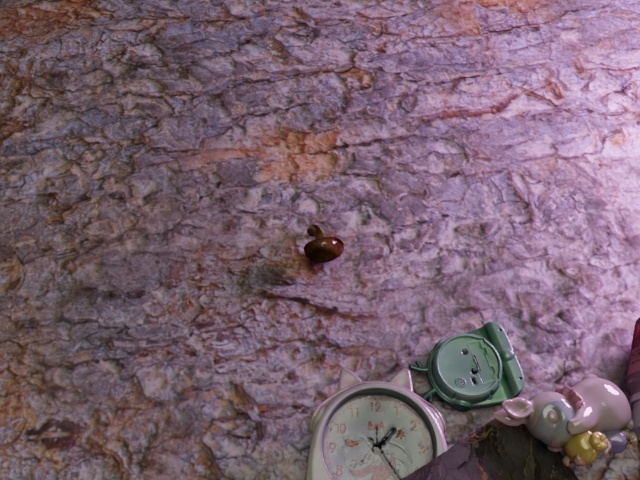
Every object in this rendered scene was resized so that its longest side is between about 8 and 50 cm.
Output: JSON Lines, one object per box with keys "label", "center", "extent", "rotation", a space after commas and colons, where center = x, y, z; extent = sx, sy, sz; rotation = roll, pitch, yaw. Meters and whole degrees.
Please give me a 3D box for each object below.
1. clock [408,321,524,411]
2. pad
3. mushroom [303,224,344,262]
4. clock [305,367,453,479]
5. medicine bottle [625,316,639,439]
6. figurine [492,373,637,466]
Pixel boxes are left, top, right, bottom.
{"label": "clock", "center": [0.287, 0.260, 1.434], "extent": [0.211, 0.066, 0.159], "rotation": [-15, 60, -8]}
{"label": "pad", "center": [0.315, 0.459, 1.265], "extent": [0.368, 0.007, 0.247], "rotation": [-19, 68, -33]}
{"label": "mushroom", "center": [0.002, 0.011, 1.579], "extent": [0.088, 0.072, 0.129], "rotation": [-15, 23, -12]}
{"label": "clock", "center": [0.106, 0.394, 1.331], "extent": [0.265, 0.108, 0.324], "rotation": [1, 59, 1]}
{"label": "medicine bottle", "center": [0.666, 0.264, 1.386], "extent": [0.147, 0.147, 0.247], "rotation": [18, 62, 10]}
{"label": "figurine", "center": [0.450, 0.341, 1.332], "extent": [0.236, 0.127, 0.155], "rotation": [-9, 68, -19]}
